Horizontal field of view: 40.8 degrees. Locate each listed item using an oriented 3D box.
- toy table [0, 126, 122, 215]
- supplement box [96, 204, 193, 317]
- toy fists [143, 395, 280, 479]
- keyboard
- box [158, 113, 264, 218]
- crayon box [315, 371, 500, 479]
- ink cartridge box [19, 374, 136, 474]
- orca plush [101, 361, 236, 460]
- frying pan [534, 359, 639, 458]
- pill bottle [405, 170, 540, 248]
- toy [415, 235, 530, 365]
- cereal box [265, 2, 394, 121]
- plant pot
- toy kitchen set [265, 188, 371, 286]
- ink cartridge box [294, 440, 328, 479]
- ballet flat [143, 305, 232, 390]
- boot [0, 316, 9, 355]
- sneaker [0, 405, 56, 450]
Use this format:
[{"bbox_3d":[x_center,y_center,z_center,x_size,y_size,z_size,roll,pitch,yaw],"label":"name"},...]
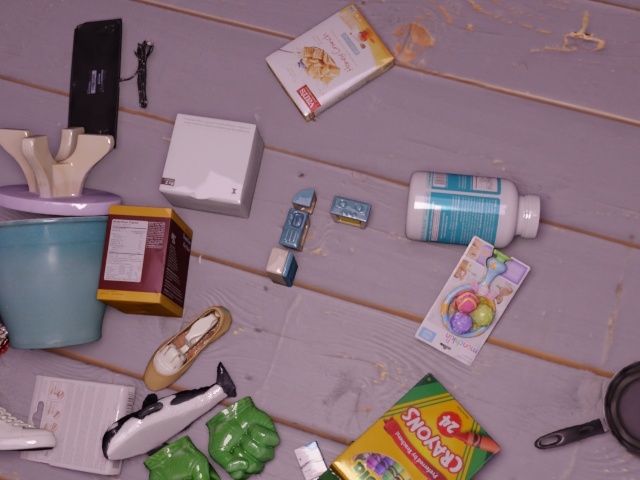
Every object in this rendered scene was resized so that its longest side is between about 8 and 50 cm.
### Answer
[{"bbox_3d":[-0.557,-0.151,1.821,0.274,0.252,0.161,2,104,-4],"label":"toy table"},{"bbox_3d":[-0.356,0.046,1.769,0.129,0.191,0.194,4,77,6],"label":"supplement box"},{"bbox_3d":[-0.213,0.436,1.709,0.279,0.096,0.142,-32,76,-5],"label":"toy fists"},{"bbox_3d":[-0.477,-0.361,1.968,0.201,0.033,0.317,-3,76,11],"label":"keyboard"},{"bbox_3d":[-0.230,-0.159,1.849,0.180,0.119,0.182,10,77,7],"label":"box"},{"bbox_3d":[0.163,0.436,1.655,0.318,0.081,0.202,-40,76,-16],"label":"crayon box"},{"bbox_3d":[-0.502,0.380,1.781,0.224,0.056,0.181,2,75,24],"label":"ink cartridge box"},{"bbox_3d":[-0.319,0.330,1.735,0.287,0.151,0.102,-36,53,-10],"label":"orca plush"},{"bbox_3d":[0.602,0.372,1.679,0.326,0.053,0.197,-38,76,-3],"label":"frying pan"},{"bbox_3d":[0.310,-0.061,1.765,0.264,0.146,0.146,6,76,7],"label":"pill bottle"},{"bbox_3d":[0.308,0.127,1.714,0.136,0.056,0.237,29,93,-9],"label":"toy"},{"bbox_3d":[0.021,-0.399,1.926,0.240,0.047,0.173,-34,76,-4],"label":"cereal box"},{"bbox_3d":[-0.545,0.086,1.754,0.271,0.271,0.255,-5,91,4],"label":"plant pot"},{"bbox_3d":[0.000,0.000,1.787,0.166,0.122,0.207,15,78,8],"label":"toy kitchen set"},{"bbox_3d":[-0.014,0.450,1.722,0.048,0.028,0.083,-24,76,-1],"label":"ink cartridge box"},{"bbox_3d":[-0.284,0.216,1.781,0.232,0.073,0.080,-45,76,-7],"label":"ballet flat"},{"bbox_3d":[-0.693,0.117,1.839,0.178,0.085,0.236,35,83,8],"label":"boot"},{"bbox_3d":[-0.674,0.366,1.753,0.290,0.106,0.123,3,75,11],"label":"sneaker"}]
